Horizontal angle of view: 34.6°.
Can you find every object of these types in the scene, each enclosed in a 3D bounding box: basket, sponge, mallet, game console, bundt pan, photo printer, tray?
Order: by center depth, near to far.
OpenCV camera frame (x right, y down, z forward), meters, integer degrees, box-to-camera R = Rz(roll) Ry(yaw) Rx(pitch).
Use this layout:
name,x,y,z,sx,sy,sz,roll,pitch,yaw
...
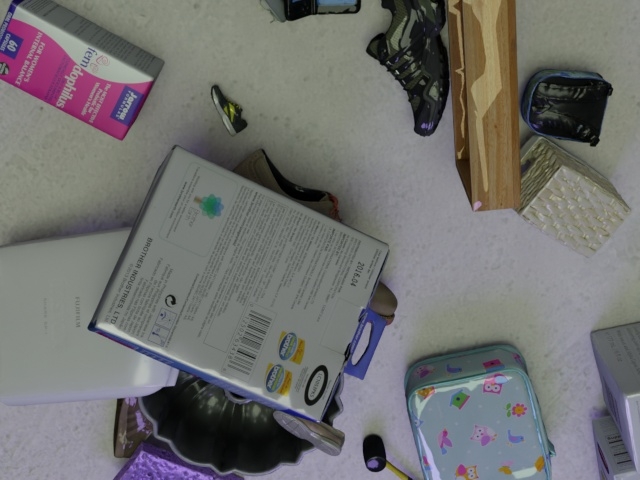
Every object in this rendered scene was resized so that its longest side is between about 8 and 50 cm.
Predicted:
name,x,y,z,sx,sy,sz,roll,pitch,yaw
tray,0.222,-0.268,1.415,0.076,0.203,0.410,-6,112,2
game console,0.002,-0.375,1.449,0.071,0.107,0.122,11,115,27
basket,0.362,-0.062,1.534,0.167,0.103,0.113,29,111,-25
photo printer,-0.347,0.114,1.549,0.308,0.107,0.255,-7,81,21
bundt pan,-0.126,0.210,1.661,0.331,0.124,0.330,0,113,0
sponge,-0.248,0.428,1.776,0.210,0.031,0.117,27,112,-24
mallet,0.142,0.404,1.789,0.039,0.062,0.190,-42,121,17

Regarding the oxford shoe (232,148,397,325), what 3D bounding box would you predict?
name,x,y,z,sx,sy,sz,roll,pitch,yaw
oxford shoe,0.000,0.000,1.576,0.348,0.123,0.130,37,103,-14

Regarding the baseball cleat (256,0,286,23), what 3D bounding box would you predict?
name,x,y,z,sx,sy,sz,roll,pitch,yaw
baseball cleat,-0.076,-0.410,1.434,0.109,0.072,0.205,-31,112,6

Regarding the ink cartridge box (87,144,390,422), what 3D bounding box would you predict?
name,x,y,z,sx,sy,sz,roll,pitch,yaw
ink cartridge box,-0.085,0.079,1.429,0.396,0.151,0.269,25,80,-11

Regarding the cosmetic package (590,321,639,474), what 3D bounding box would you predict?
name,x,y,z,sx,sy,sz,roll,pitch,yaw
cosmetic package,0.646,0.212,1.603,0.385,0.217,0.156,-15,112,5

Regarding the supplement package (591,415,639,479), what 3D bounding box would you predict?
name,x,y,z,sx,sy,sz,roll,pitch,yaw
supplement package,0.581,0.420,1.712,0.204,0.145,0.261,-13,117,6

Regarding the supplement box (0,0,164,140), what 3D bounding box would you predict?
name,x,y,z,sx,sy,sz,roll,pitch,yaw
supplement box,-0.352,-0.252,1.481,0.220,0.114,0.111,26,109,-11

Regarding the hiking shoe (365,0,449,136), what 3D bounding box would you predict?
name,x,y,z,sx,sy,sz,roll,pitch,yaw
hiking shoe,0.126,-0.263,1.496,0.114,0.086,0.226,1,107,15

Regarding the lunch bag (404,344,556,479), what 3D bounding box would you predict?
name,x,y,z,sx,sy,sz,roll,pitch,yaw
lunch bag,0.267,0.318,1.708,0.224,0.108,0.279,-15,112,4

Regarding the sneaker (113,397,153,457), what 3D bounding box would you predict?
name,x,y,z,sx,sy,sz,roll,pitch,yaw
sneaker,-0.307,0.285,1.737,0.071,0.066,0.188,4,119,-19

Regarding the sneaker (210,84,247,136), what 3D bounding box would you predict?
name,x,y,z,sx,sy,sz,roll,pitch,yaw
sneaker,-0.138,-0.199,1.546,0.035,0.031,0.083,-26,114,-3

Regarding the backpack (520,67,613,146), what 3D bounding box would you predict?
name,x,y,z,sx,sy,sz,roll,pitch,yaw
backpack,0.353,-0.201,1.505,0.114,0.084,0.105,6,112,-7

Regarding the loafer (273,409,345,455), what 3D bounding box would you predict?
name,x,y,z,sx,sy,sz,roll,pitch,yaw
loafer,-0.017,0.291,1.611,0.125,0.039,0.045,35,142,-10
